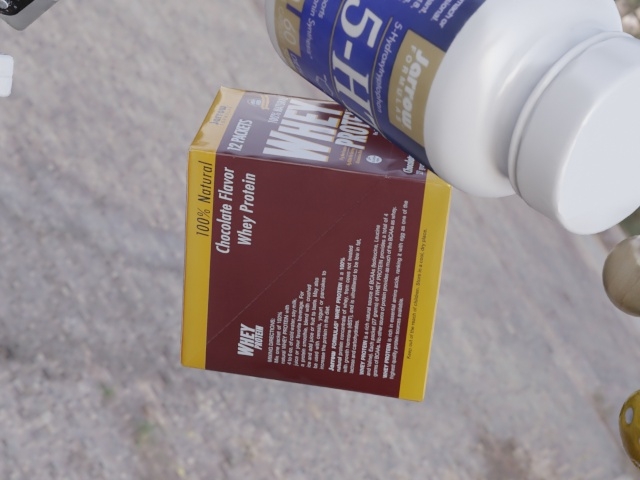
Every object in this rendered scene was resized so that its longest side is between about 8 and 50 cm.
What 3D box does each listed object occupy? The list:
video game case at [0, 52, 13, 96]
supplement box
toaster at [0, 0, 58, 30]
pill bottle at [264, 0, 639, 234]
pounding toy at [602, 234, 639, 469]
[{"bbox_3d":[-0.331,-0.104,0.749,0.285,0.025,0.204,0,10,-44],"label":"video game case"},{"bbox_3d":[0.000,0.000,1.148,0.129,0.194,0.191,-74,170,-61],"label":"supplement box"},{"bbox_3d":[-0.374,-0.379,1.803,0.168,0.110,0.186,40,49,-27],"label":"toaster"},{"bbox_3d":[0.071,-0.085,0.670,0.186,0.112,0.112,39,-6,37],"label":"pill bottle"},{"bbox_3d":[0.217,0.085,0.840,0.183,0.110,0.237,97,-29,-64],"label":"pounding toy"}]
